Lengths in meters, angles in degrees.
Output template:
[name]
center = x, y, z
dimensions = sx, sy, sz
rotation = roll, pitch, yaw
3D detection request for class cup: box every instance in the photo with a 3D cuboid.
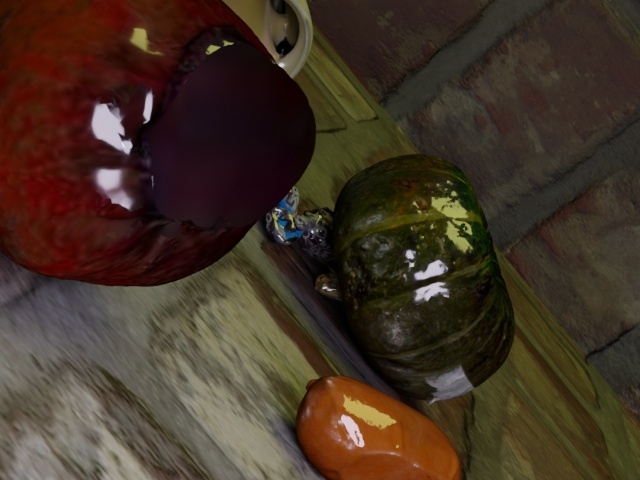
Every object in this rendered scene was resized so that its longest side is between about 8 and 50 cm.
[cup]
center = -0.148, -0.287, 1.507
dimensions = 0.255, 0.173, 0.202
rotation = 10, 35, -28

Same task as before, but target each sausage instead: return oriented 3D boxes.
[sausage]
center = 0.049, 0.166, 1.013
dimensions = 0.179, 0.089, 0.089
rotation = 36, 19, -36

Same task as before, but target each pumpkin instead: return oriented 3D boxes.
[pumpkin]
center = 0.088, 0.034, 1.342
dimensions = 0.260, 0.189, 0.260
rotation = -17, 90, -83

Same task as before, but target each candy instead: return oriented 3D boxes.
[candy]
center = 0.000, 0.000, 1.420
dimensions = 0.226, 0.051, 0.094
rotation = 27, 37, -58

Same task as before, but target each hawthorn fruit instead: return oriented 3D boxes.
[hawthorn fruit]
center = -0.136, -0.087, 0.803
dimensions = 0.215, 0.215, 0.249
rotation = 36, 11, -51
